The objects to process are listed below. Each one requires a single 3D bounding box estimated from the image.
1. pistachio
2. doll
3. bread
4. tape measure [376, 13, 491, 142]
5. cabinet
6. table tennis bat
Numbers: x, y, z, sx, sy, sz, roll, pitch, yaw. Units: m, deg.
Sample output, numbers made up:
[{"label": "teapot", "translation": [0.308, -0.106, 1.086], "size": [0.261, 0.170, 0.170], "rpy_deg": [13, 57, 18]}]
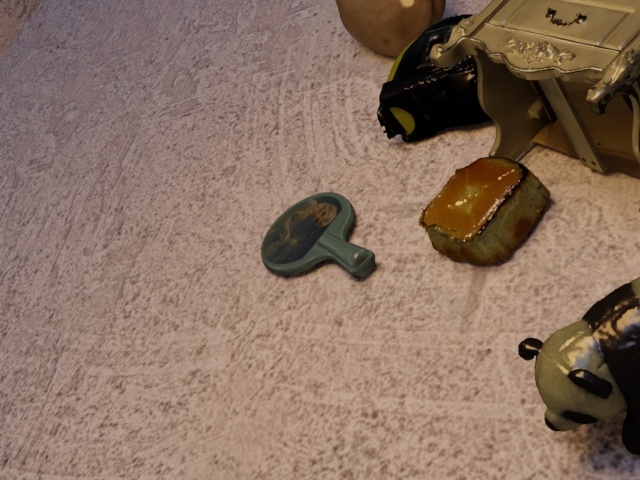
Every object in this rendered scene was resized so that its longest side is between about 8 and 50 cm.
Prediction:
[{"label": "pistachio", "translation": [0.112, -0.383, 1.703], "size": [0.238, 0.137, 0.153], "rpy_deg": [36, 110, 55]}, {"label": "doll", "translation": [0.307, 0.100, 0.971], "size": [0.234, 0.135, 0.144], "rpy_deg": [-30, 33, 15]}, {"label": "bread", "translation": [0.197, -0.039, 1.279], "size": [0.140, 0.069, 0.128], "rpy_deg": [-51, 36, -15]}, {"label": "tape measure", "translation": [0.182, -0.242, 1.499], "size": [0.199, 0.112, 0.186], "rpy_deg": [-9, 41, 32]}, {"label": "cabinet", "translation": [0.355, -0.225, 1.226], "size": [0.318, 0.227, 0.290], "rpy_deg": [-45, 37, -11]}, {"label": "table tennis bat", "translation": [0.000, 0.000, 1.435], "size": [0.149, 0.038, 0.237], "rpy_deg": [-43, 32, -11]}]
